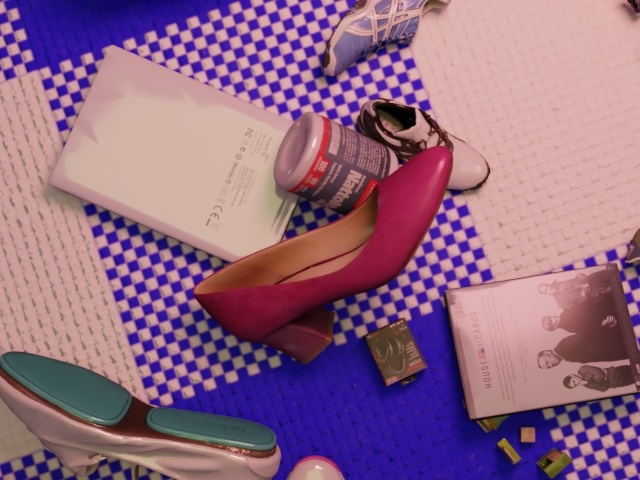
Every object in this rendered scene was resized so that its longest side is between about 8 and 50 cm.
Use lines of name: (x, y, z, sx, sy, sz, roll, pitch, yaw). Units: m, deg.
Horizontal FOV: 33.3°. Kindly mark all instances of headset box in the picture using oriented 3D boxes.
headset box: (0.102, 0.154, 1.444, 0.062, 0.032, 0.083, -24, 84, -2)

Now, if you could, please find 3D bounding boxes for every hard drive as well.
hard drive: (-0.180, -0.108, 1.461, 0.319, 0.040, 0.210, 23, 86, 2)

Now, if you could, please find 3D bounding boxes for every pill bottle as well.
pill bottle: (0.040, -0.087, 1.404, 0.180, 0.108, 0.108, 22, 85, -23)

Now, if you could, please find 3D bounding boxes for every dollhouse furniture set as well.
dollhouse furniture set: (0.262, 0.246, 1.422, 0.076, 0.058, 0.151, -39, 86, -3)

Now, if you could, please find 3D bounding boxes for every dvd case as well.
dvd case: (0.298, 0.134, 1.429, 0.239, 0.029, 0.179, -9, 73, 0)

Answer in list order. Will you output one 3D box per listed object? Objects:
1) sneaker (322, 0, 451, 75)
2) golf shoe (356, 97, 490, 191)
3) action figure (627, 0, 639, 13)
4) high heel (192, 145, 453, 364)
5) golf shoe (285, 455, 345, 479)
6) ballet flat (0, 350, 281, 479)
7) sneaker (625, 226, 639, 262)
sneaker: (0.089, -0.296, 1.456, 0.211, 0.080, 0.081, -44, 83, -2)
golf shoe: (0.139, -0.128, 1.437, 0.198, 0.094, 0.077, 27, 85, 1)
action figure: (0.544, -0.385, 1.436, 0.276, 0.141, 0.164, -38, 84, 13)
high heel: (0.000, 0.000, 1.330, 0.181, 0.127, 0.377, 29, 116, -16)
golf shoe: (-0.015, 0.433, 1.369, 0.115, 0.140, 0.306, 5, 84, 2)
ballet flat: (-0.254, 0.264, 1.398, 0.400, 0.139, 0.139, 17, 86, 1)
sneaker: (0.496, 0.051, 1.440, 0.192, 0.064, 0.086, 39, 94, 3)
